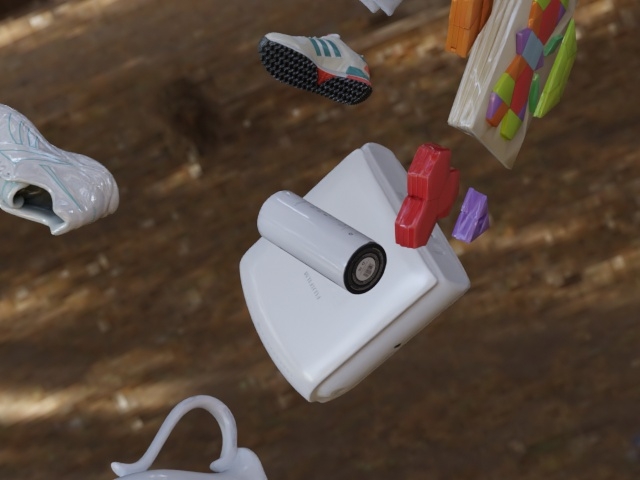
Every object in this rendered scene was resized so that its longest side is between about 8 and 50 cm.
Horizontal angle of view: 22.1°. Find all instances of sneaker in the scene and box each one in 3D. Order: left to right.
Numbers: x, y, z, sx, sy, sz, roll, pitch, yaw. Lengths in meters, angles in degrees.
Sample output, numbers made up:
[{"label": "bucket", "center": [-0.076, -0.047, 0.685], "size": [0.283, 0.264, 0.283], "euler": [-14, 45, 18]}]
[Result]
[{"label": "sneaker", "center": [-0.221, -0.054, 1.184], "size": [0.152, 0.054, 0.061], "euler": [27, 37, 19]}, {"label": "sneaker", "center": [-0.008, -0.229, 2.034], "size": [0.057, 0.161, 0.075], "euler": [-45, 34, 42]}]

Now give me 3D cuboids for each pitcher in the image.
[{"label": "pitcher", "center": [-0.141, 0.243, 1.504], "size": [0.207, 0.178, 0.125], "euler": [-14, -18, -37]}]

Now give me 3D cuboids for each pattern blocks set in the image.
[{"label": "pattern blocks set", "center": [0.157, -0.152, 1.293], "size": [0.026, 0.325, 0.285], "euler": [20, 11, 22]}]

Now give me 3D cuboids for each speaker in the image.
[{"label": "speaker", "center": [0.000, 0.000, 1.564], "size": [0.055, 0.055, 0.136], "euler": [-32, 41, -26]}]

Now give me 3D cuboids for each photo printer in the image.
[{"label": "photo printer", "center": [0.030, 0.055, 2.253], "size": [0.307, 0.256, 0.107], "euler": [-42, -28, 27]}]

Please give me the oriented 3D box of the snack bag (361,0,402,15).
[{"label": "snack bag", "center": [0.059, -0.504, 2.012], "size": [0.037, 0.323, 0.342], "euler": [16, 74, 52]}]
